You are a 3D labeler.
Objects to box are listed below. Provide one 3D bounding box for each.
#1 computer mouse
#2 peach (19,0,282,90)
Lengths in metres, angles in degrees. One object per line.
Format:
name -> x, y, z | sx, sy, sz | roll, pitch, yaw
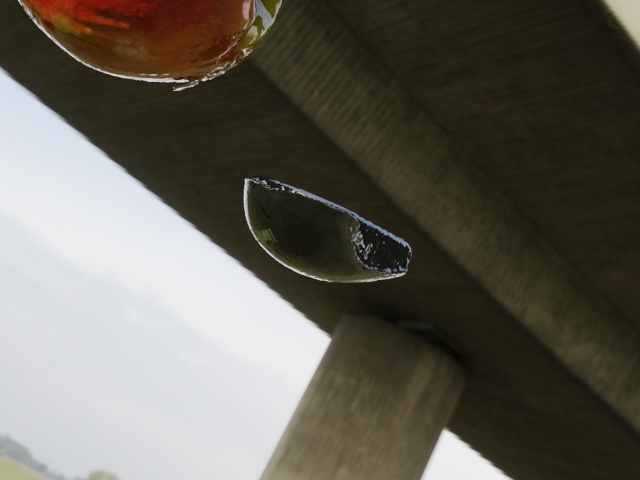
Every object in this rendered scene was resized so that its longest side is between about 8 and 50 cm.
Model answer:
computer mouse -> 0.000, 0.000, 1.265 | 0.170, 0.100, 0.269 | 25, 0, 32
peach -> -0.221, -0.367, 1.215 | 0.372, 0.373, 0.290 | 25, 5, 9
